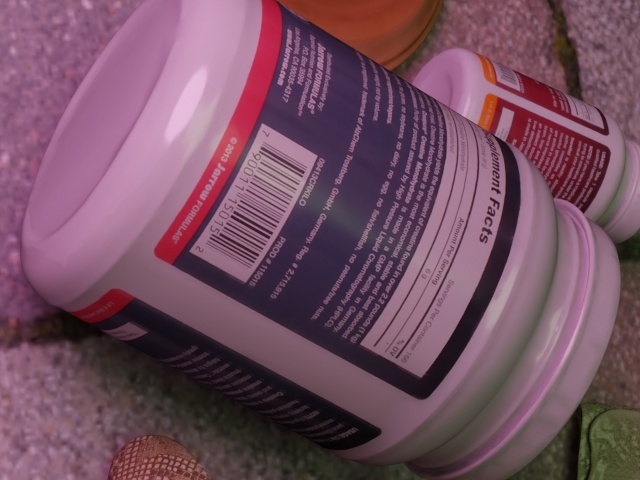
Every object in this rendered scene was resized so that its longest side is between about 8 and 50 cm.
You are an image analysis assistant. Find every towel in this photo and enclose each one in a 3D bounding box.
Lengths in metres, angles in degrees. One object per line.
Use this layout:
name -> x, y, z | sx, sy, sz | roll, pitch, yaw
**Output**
towel -> 0.220, 0.160, 1.143 | 0.148, 0.027, 0.110 | 9, 75, -28

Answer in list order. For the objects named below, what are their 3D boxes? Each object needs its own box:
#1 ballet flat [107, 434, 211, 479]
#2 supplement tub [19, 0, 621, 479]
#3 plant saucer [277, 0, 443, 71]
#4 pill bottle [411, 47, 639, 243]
ballet flat -> -0.074, 0.193, 0.917 | 0.067, 0.073, 0.206 | 36, 35, -67
supplement tub -> 0.000, 0.000, 0.955 | 0.272, 0.191, 0.191 | 30, 65, -21
plant saucer -> -0.004, -0.188, 1.088 | 0.200, 0.037, 0.199 | 7, 75, -28
pill bottle -> 0.127, -0.051, 1.103 | 0.152, 0.086, 0.086 | 21, 69, -24
